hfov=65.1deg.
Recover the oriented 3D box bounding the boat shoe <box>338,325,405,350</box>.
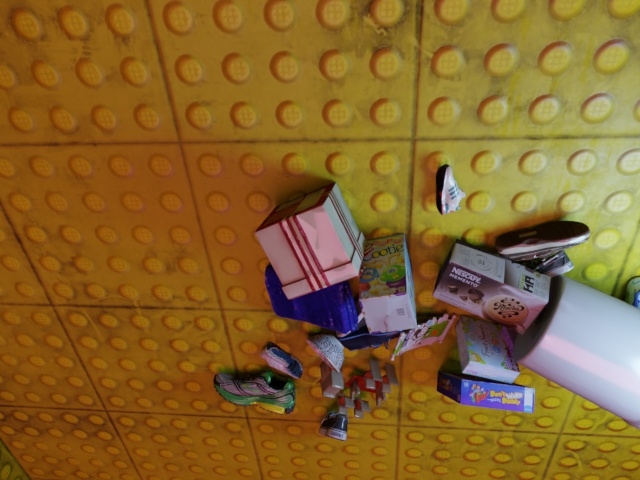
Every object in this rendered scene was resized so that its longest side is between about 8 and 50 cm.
[{"bbox_3d":[0.193,0.336,1.787,0.258,0.109,0.089,-15,118,36],"label":"boat shoe"}]

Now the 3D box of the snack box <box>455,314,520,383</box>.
[{"bbox_3d":[0.555,0.363,1.686,0.174,0.207,0.070,14,126,-3],"label":"snack box"}]

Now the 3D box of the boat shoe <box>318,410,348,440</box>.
[{"bbox_3d":[0.058,0.764,2.082,0.113,0.105,0.306,16,159,4],"label":"boat shoe"}]

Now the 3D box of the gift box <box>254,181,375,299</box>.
[{"bbox_3d":[0.000,0.000,1.468,0.255,0.276,0.258,-19,106,24],"label":"gift box"}]

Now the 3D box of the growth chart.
[{"bbox_3d":[0.357,0.331,1.744,0.237,0.021,0.172,-13,135,-20],"label":"growth chart"}]

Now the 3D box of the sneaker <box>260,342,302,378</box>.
[{"bbox_3d":[-0.153,0.475,1.949,0.190,0.071,0.083,42,127,-12],"label":"sneaker"}]

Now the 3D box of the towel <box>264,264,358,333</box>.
[{"bbox_3d":[-0.037,0.198,1.655,0.308,0.076,0.228,6,131,30],"label":"towel"}]

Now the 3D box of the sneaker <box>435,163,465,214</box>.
[{"bbox_3d":[0.375,-0.149,1.434,0.075,0.057,0.161,-11,125,-6],"label":"sneaker"}]

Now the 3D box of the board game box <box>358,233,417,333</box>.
[{"bbox_3d":[0.201,0.124,1.510,0.142,0.275,0.144,-10,125,14],"label":"board game box"}]

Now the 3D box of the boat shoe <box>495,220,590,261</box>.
[{"bbox_3d":[0.661,0.011,1.492,0.257,0.095,0.095,-10,128,28],"label":"boat shoe"}]

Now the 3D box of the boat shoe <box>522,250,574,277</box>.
[{"bbox_3d":[0.669,0.095,1.566,0.219,0.077,0.070,-32,84,35],"label":"boat shoe"}]

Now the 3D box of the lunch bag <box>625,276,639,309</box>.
[{"bbox_3d":[1.080,0.185,1.568,0.219,0.090,0.176,-8,122,11],"label":"lunch bag"}]

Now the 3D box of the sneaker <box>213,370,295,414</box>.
[{"bbox_3d":[-0.261,0.579,2.015,0.343,0.134,0.146,10,102,4],"label":"sneaker"}]

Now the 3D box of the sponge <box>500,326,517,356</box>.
[{"bbox_3d":[0.721,0.351,1.689,0.210,0.117,0.031,9,130,-15],"label":"sponge"}]

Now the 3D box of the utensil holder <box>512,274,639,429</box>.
[{"bbox_3d":[0.829,0.318,1.500,0.385,0.327,0.328,27,127,11],"label":"utensil holder"}]

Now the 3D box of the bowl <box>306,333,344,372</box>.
[{"bbox_3d":[0.033,0.396,1.834,0.080,0.170,0.170,-42,119,-14],"label":"bowl"}]

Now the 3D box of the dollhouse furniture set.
[{"bbox_3d":[0.132,0.550,1.950,0.259,0.135,0.262,19,127,-21],"label":"dollhouse furniture set"}]

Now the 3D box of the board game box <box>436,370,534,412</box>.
[{"bbox_3d":[0.560,0.522,1.751,0.233,0.078,0.347,7,170,1],"label":"board game box"}]

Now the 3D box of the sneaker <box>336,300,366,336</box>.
[{"bbox_3d":[0.175,0.265,1.726,0.147,0.105,0.296,23,132,-20],"label":"sneaker"}]

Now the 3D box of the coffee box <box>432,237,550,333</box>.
[{"bbox_3d":[0.514,0.139,1.527,0.297,0.119,0.168,23,134,9],"label":"coffee box"}]
